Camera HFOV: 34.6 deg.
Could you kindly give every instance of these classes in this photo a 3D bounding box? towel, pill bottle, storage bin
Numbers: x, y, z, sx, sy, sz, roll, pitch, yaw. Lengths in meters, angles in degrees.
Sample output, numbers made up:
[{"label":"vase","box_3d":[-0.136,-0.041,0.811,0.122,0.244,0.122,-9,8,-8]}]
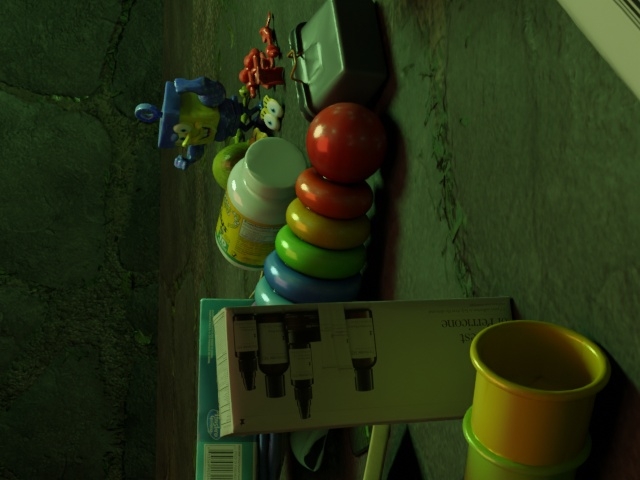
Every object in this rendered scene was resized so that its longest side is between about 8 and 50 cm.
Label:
[{"label":"towel","box_3d":[-0.057,0.197,1.410,0.285,0.034,0.209,-75,-12,-75]},{"label":"pill bottle","box_3d":[-0.082,-0.053,1.477,0.208,0.118,0.117,113,151,-57]},{"label":"storage bin","box_3d":[0.020,-0.209,1.158,0.091,0.098,0.135,133,134,-55]}]

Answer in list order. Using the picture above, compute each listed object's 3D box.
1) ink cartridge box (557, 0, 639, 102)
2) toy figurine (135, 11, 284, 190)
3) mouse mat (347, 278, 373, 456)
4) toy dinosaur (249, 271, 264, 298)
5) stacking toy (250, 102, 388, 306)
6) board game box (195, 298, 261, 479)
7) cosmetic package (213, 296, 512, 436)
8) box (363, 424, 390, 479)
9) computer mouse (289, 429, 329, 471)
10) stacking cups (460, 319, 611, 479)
[{"label":"ink cartridge box","box_3d":[0.190,-0.219,0.376,0.395,0.166,0.285,-109,24,-46]},{"label":"toy figurine","box_3d":[-0.204,-0.215,1.723,0.362,0.217,0.191,120,146,-61]},{"label":"mouse mat","box_3d":[0.047,0.156,1.239,0.152,0.007,0.189,123,144,-64]},{"label":"toy dinosaur","box_3d":[-0.084,0.005,1.651,0.092,0.053,0.183,88,-173,-87]},{"label":"stacking toy","box_3d":[0.000,0.000,1.172,0.141,0.141,0.330,-121,40,-61]},{"label":"board game box","box_3d":[-0.112,0.230,1.460,0.336,0.079,0.253,79,-169,-79]},{"label":"cosmetic package","box_3d":[0.039,0.100,0.822,0.060,0.239,0.099,143,124,-71]},{"label":"box","box_3d":[0.044,0.305,1.070,0.201,0.021,0.164,-73,-9,-49]},{"label":"computer mouse","box_3d":[-0.014,0.246,1.402,0.106,0.042,0.193,-110,24,-47]},{"label":"stacking cups","box_3d":[0.143,0.218,0.757,0.096,0.096,0.316,-121,30,-61]}]
